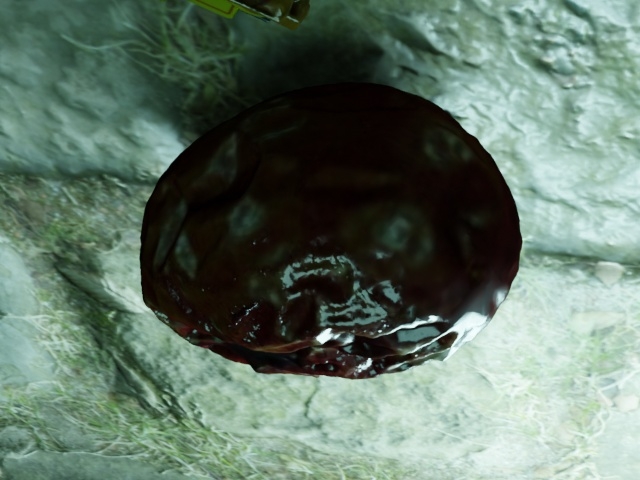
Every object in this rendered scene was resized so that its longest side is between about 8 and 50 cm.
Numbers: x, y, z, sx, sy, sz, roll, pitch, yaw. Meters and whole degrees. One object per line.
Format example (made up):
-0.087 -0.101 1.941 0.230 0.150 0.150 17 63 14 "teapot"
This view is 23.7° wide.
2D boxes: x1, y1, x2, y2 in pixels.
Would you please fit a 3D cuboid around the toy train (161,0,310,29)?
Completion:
-0.090 -0.236 1.233 0.219 0.089 0.127 22 157 -12 "toy train"

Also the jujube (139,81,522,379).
0.000 -0.001 1.391 0.276 0.276 0.377 34 146 -27 "jujube"
